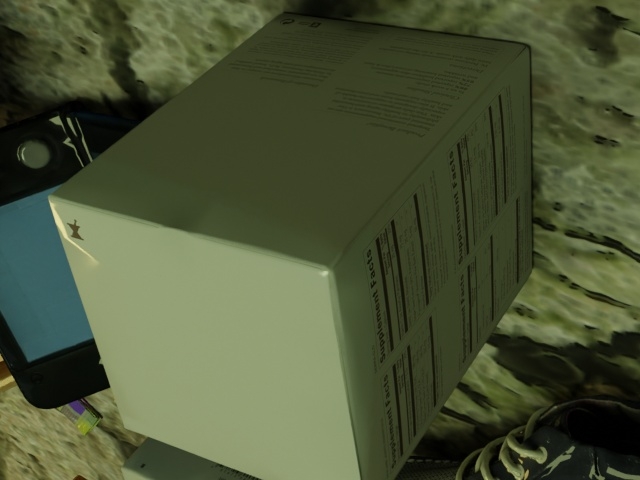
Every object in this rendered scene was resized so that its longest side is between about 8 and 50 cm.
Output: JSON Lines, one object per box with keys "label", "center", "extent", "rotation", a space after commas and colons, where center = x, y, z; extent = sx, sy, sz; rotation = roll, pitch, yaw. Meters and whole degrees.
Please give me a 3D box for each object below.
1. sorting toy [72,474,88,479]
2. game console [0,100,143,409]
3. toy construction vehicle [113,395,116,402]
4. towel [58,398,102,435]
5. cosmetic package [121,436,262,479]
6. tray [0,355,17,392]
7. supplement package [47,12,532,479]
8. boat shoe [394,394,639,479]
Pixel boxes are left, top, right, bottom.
{"label": "sorting toy", "center": [-0.167, 0.400, 1.235], "extent": [0.347, 0.196, 0.047], "rotation": [46, 125, -5]}
{"label": "game console", "center": [-0.202, 0.041, 0.967], "extent": [0.250, 0.173, 0.293], "rotation": [-21, 118, -3]}
{"label": "toy construction vehicle", "center": [-0.218, 0.143, 1.184], "extent": [0.086, 0.035, 0.098], "rotation": [29, 141, -2]}
{"label": "towel", "center": [-0.308, 0.201, 1.312], "extent": [0.083, 0.009, 0.060], "rotation": [44, 138, -2]}
{"label": "cosmetic package", "center": [-0.060, 0.301, 1.114], "extent": [0.224, 0.138, 0.224], "rotation": [16, 131, 26]}
{"label": "tray", "center": [-0.470, 0.106, 1.176], "extent": [0.411, 0.076, 0.202], "rotation": [-25, 110, 18]}
{"label": "supplement package", "center": [0.000, 0.000, 0.720], "extent": [0.199, 0.262, 0.198], "rotation": [14, 131, 29]}
{"label": "boat shoe", "center": [0.166, 0.193, 0.881], "extent": [0.341, 0.127, 0.158], "rotation": [3, 120, 26]}
